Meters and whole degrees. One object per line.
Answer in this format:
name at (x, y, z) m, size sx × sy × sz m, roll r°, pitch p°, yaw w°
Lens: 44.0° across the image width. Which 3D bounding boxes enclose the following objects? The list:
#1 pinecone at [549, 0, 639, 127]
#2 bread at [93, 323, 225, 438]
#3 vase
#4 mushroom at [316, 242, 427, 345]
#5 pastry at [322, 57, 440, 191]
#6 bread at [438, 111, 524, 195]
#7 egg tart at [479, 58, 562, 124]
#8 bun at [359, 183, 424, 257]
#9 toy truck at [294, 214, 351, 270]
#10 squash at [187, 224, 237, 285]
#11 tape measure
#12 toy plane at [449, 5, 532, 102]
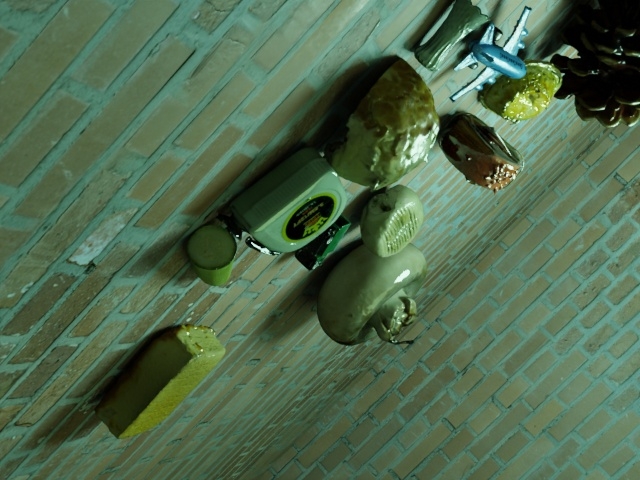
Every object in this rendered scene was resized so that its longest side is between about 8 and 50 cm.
pinecone at (0.765, -0.501, 1.998) m, size 0.384 × 0.384 × 0.384 m, roll -38°, pitch 161°, yaw -16°
bread at (-0.360, 0.312, 1.794) m, size 0.274 × 0.114 × 0.185 m, roll -45°, pitch 165°, yaw 10°
vase at (0.250, -0.399, 1.537) m, size 0.148 × 0.081 × 0.081 m, roll -47°, pitch 161°, yaw 21°
mushroom at (0.168, 0.168, 2.250) m, size 0.362 × 0.294 × 0.362 m, roll -36°, pitch 158°, yaw -17°
pastry at (0.148, -0.216, 1.569) m, size 0.256 × 0.170 × 0.236 m, roll -36°, pitch 163°, yaw -42°
bread at (0.408, -0.225, 1.995) m, size 0.142 × 0.224 × 0.212 m, roll -52°, pitch -179°, yaw 25°
egg tart at (0.511, -0.370, 2.001) m, size 0.213 × 0.090 × 0.212 m, roll -11°, pitch 150°, yaw -6°
bun at (0.173, -0.061, 2.039) m, size 0.178 × 0.128 × 0.193 m, roll -39°, pitch 150°, yaw -13°
toy truck at (0.000, 0.000, 1.908) m, size 0.079 × 0.065 × 0.147 m, roll -24°, pitch 152°, yaw -51°
squash at (-0.206, 0.047, 1.579) m, size 0.094 × 0.094 × 0.224 m, roll -38°, pitch 166°, yaw -13°
tape measure at (-0.071, -0.062, 1.569) m, size 0.235 × 0.115 × 0.207 m, roll -38°, pitch 155°, yaw -4°
toy plane at (0.388, -0.405, 1.751) m, size 0.254 × 0.105 × 0.271 m, roll -51°, pitch 161°, yaw 24°
